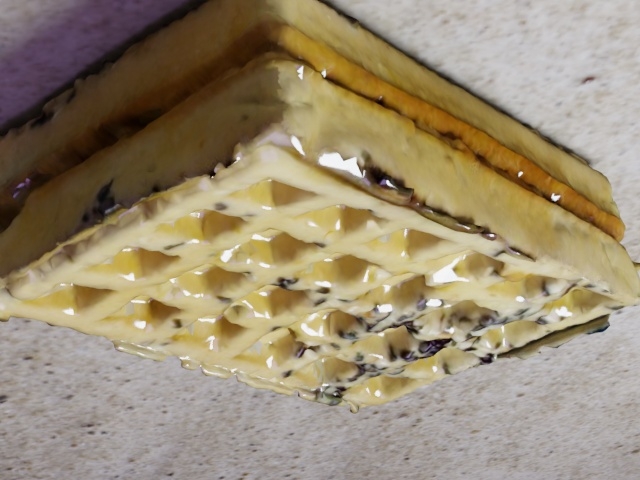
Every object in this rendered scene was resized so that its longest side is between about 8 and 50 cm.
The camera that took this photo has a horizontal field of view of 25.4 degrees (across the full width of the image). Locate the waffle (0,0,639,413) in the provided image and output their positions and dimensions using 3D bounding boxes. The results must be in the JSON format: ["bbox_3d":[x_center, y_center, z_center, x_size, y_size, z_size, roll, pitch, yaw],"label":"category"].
[{"bbox_3d":[0.000,0.001,0.879,0.261,0.114,0.376,-28,149,31],"label":"waffle"}]
